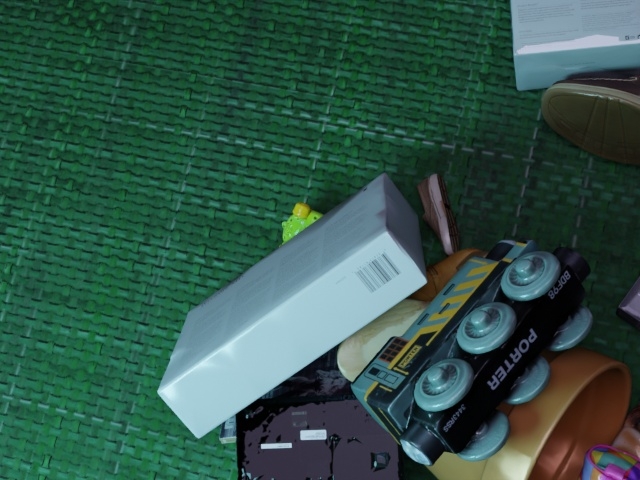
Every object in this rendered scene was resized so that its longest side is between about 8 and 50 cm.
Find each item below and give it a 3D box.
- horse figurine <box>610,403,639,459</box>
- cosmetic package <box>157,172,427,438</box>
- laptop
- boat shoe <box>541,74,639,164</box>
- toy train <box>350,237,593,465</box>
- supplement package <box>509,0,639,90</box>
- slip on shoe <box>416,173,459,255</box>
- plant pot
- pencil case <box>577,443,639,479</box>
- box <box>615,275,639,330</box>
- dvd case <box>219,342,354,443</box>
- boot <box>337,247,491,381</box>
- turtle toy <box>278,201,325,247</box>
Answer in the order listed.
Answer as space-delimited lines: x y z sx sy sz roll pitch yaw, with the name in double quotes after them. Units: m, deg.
0.441 0.325 1.568 0.175 0.066 0.263 10 97 47 "horse figurine"
-0.034 0.081 1.612 0.377 0.284 0.097 -35 106 13 "cosmetic package"
0.011 0.354 1.640 0.234 0.136 0.264 -5 79 9 "laptop"
0.503 -0.191 1.715 0.342 0.123 0.123 11 49 18 "boat shoe"
0.189 0.128 1.441 0.334 0.142 0.190 -48 32 -17 "toy train"
0.382 -0.352 1.745 0.194 0.149 0.203 -4 76 10 "supplement package"
0.176 -0.035 1.757 0.041 0.051 0.135 -21 67 21 "slip on shoe"
0.257 0.250 1.567 0.204 0.291 0.290 28 83 32 "plant pot"
0.361 0.390 1.536 0.105 0.104 0.236 19 106 15 "pencil case"
0.562 0.060 1.657 0.183 0.056 0.231 34 84 17 "box"
-0.031 0.218 1.700 0.221 0.018 0.164 -9 40 13 "dvd case"
0.126 0.110 1.635 0.295 0.211 0.104 -33 92 -17 "boot"
0.000 0.000 1.773 0.130 0.066 0.095 26 105 13 "turtle toy"
